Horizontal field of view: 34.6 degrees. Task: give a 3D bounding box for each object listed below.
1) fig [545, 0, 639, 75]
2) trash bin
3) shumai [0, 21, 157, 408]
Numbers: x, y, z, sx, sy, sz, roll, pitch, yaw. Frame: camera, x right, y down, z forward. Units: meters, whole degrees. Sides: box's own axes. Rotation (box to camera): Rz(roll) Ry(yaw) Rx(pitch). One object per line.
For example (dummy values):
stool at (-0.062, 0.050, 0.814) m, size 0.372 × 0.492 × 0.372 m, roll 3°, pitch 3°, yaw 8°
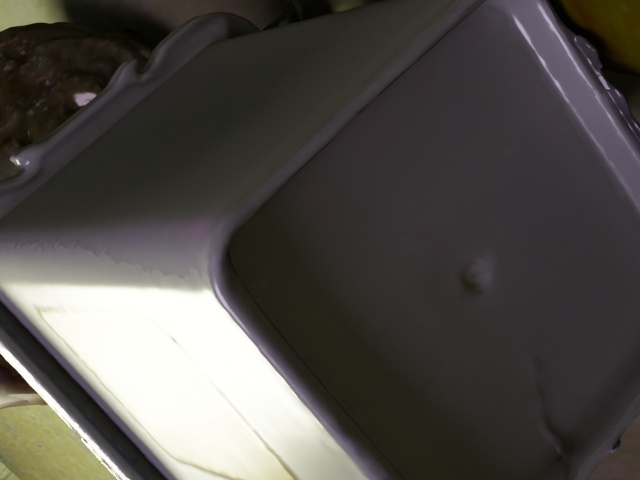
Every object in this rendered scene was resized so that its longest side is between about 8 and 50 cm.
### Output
fig at (0.128, -0.154, 0.390) m, size 0.186 × 0.148 × 0.142 m, roll 51°, pitch -178°, yaw -43°
trash bin at (0.000, 0.000, 0.536) m, size 0.255 × 0.296 × 0.368 m, roll 53°, pitch 158°, yaw -16°
shumai at (-0.198, -0.006, 0.815) m, size 0.346 × 0.283 × 0.217 m, roll 41°, pitch 152°, yaw 4°
